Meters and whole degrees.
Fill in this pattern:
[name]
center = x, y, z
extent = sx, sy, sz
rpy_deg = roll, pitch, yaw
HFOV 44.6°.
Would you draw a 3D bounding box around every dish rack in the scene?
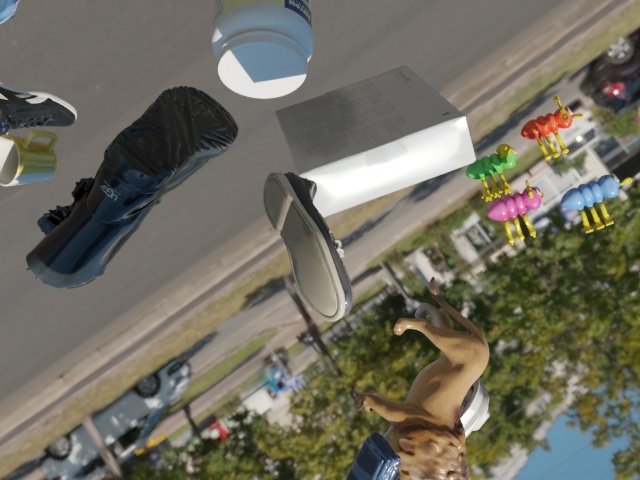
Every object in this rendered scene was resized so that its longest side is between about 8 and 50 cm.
[dish rack]
center = 0.242, 0.405, 1.667
extent = 0.332, 0.072, 0.285
rpy_deg = -55, -174, 11

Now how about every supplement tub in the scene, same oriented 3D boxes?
[supplement tub]
center = -0.133, -0.519, 1.811
extent = 0.236, 0.324, 0.235
rpy_deg = -1, 154, -1

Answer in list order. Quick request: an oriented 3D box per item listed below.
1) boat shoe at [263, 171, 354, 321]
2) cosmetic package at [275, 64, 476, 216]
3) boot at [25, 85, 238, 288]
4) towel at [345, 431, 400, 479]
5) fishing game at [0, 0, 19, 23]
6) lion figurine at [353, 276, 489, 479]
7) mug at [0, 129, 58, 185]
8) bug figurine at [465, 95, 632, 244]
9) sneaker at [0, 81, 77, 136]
[boat shoe]
center = 0.000, 0.000, 0.853
extent = 0.065, 0.206, 0.075
rpy_deg = -1, 135, -30
[cosmetic package]
center = 0.083, -0.194, 1.424
extent = 0.285, 0.097, 0.377
rpy_deg = -22, -153, 1
[boot]
center = -0.216, -0.062, 0.895
extent = 0.207, 0.094, 0.246
rpy_deg = -42, -172, 30
[towel]
center = 0.060, 0.319, 1.036
extent = 0.029, 0.067, 0.119
rpy_deg = 15, 105, -33
[fishing game]
center = -0.407, -0.321, 0.974
extent = 0.264, 0.189, 0.041
rpy_deg = -28, 149, 20
[lion figurine]
center = 0.224, 0.279, 1.473
extent = 0.392, 0.240, 0.142
rpy_deg = -63, 156, -10
[mug]
center = -0.355, -0.098, 0.958
extent = 0.078, 0.062, 0.064
rpy_deg = -7, 178, 37
[bug figurine]
center = 0.352, -0.112, 1.254
extent = 0.216, 0.072, 0.279
rpy_deg = -25, -140, 11
[sneaker]
center = -0.554, -0.215, 1.423
extent = 0.217, 0.121, 0.079
rpy_deg = 14, 146, -37
